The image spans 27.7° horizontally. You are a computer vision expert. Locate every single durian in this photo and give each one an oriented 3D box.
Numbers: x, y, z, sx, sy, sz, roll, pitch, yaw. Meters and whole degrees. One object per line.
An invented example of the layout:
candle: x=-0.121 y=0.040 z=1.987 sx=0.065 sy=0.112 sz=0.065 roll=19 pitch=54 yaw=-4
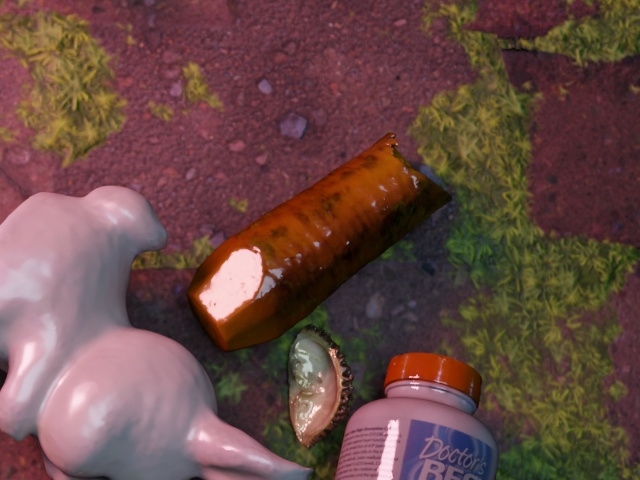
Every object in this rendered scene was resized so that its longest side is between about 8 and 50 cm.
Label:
durian: x=0.002 y=0.148 z=1.334 sx=0.066 sy=0.052 sz=0.130 roll=1 pitch=78 yaw=-12

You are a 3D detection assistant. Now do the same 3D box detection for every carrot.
carrot: x=0.000 y=0.000 z=1.338 sx=0.302 sy=0.114 sz=0.114 roll=-37 pitch=89 yaw=-20

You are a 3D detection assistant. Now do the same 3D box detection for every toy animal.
toy animal: x=-0.176 y=0.124 z=1.212 sx=0.241 sy=0.196 sz=0.368 roll=-42 pitch=87 yaw=-11

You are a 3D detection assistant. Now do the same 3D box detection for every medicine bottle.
medicine bottle: x=0.087 y=0.259 z=1.266 sx=0.157 sy=0.157 sz=0.289 roll=19 pitch=65 yaw=-10
